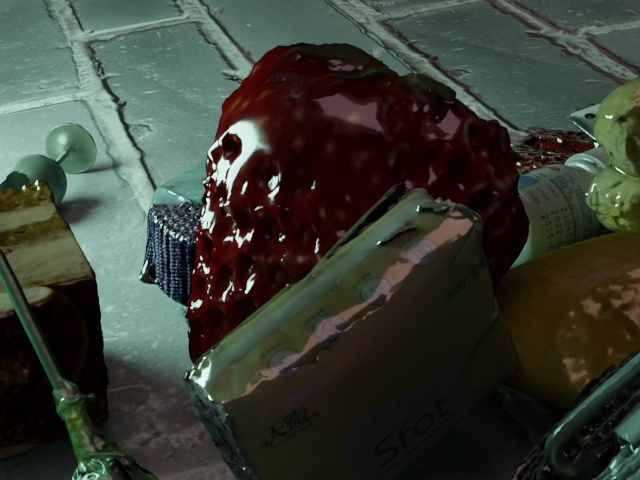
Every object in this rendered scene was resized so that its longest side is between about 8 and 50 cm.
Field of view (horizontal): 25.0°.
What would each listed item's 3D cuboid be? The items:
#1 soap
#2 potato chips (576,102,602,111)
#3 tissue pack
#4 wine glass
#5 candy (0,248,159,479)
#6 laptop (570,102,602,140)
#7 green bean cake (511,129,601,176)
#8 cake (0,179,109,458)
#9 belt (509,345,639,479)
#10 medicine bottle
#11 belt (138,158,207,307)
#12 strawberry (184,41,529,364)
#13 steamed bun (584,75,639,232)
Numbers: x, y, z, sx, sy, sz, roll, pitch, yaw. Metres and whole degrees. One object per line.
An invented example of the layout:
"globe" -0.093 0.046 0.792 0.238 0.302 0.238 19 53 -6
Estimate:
"soap" 0.294 0.065 1.314 0.306 0.115 0.427 -24 15 -15
"potato chips" 0.439 -0.159 1.929 0.092 0.028 0.207 -24 28 -30
"tissue pack" 0.027 0.102 1.157 0.256 0.215 0.123 -38 45 -16
"wine glass" -0.365 -0.088 1.921 0.079 0.079 0.195 -1 24 12
"candy" -0.210 0.134 1.206 0.083 0.305 0.091 -33 -20 9
"laptop" 0.453 -0.110 1.749 0.187 0.015 0.269 -20 44 -24
"green bean cake" 0.297 -0.092 1.786 0.135 0.056 0.135 10 29 35
"cake" -0.304 0.092 1.380 0.196 0.199 0.293 -11 28 -22
"belt" 0.255 0.149 0.981 0.295 0.160 0.207 -42 12 16
"medicine bottle" 0.266 -0.035 1.608 0.168 0.105 0.105 -20 28 -28
"belt" -0.055 -0.022 1.647 0.260 0.122 0.325 6 28 15
"strawberry" 0.000 0.000 1.346 0.317 0.295 0.345 33 80 16
"steamed bun" 0.418 -0.119 1.516 0.295 0.292 0.137 -33 37 -24
